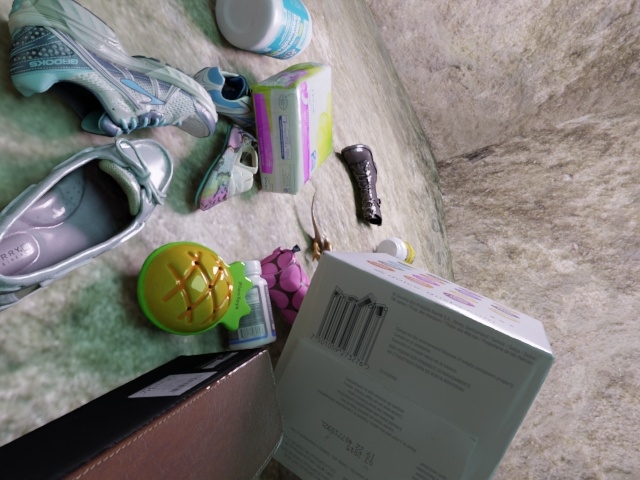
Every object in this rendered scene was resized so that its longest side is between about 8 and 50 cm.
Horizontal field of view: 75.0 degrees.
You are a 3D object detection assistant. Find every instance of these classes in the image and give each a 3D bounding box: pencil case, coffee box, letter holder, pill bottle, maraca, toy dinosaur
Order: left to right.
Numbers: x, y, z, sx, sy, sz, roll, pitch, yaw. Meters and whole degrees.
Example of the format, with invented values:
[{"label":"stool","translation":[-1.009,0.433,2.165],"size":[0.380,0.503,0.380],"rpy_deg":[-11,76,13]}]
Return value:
[{"label":"letter holder","translation":[-0.170,0.266,0.425],"size":[0.302,0.152,0.214],"rpy_deg":[-14,91,-65]},{"label":"maraca","translation":[-0.167,0.069,0.583],"size":[0.186,0.099,0.127],"rpy_deg":[20,72,-49]},{"label":"pill bottle","translation":[-0.122,0.106,0.692],"size":[0.078,0.078,0.137],"rpy_deg":[7,71,-63]},{"label":"pill bottle","translation":[-0.111,-0.505,0.968],"size":[0.264,0.147,0.146],"rpy_deg":[-35,108,-63]},{"label":"pencil case","translation":[-0.044,0.113,0.844],"size":[0.098,0.095,0.209],"rpy_deg":[-113,177,-63]},{"label":"toy dinosaur","translation":[0.000,0.000,1.043],"size":[0.112,0.064,0.211],"rpy_deg":[-102,171,-53]},{"label":"pill bottle","translation":[0.270,0.044,1.501],"size":[0.184,0.103,0.103],"rpy_deg":[14,64,-62]},{"label":"coffee box","translation":[0.149,0.234,0.727],"size":[0.334,0.338,0.337],"rpy_deg":[6,107,-64]}]

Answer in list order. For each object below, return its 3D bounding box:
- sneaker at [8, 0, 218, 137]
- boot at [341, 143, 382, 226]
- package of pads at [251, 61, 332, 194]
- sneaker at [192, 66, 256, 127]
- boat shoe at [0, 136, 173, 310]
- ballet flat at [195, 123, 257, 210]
[{"label":"sneaker","translation":[-0.264,-0.186,0.562],"size":[0.283,0.110,0.122],"rpy_deg":[19,72,-53]},{"label":"boot","translation":[0.156,-0.179,1.404],"size":[0.263,0.091,0.228],"rpy_deg":[33,47,-58]},{"label":"package of pads","translation":[-0.052,-0.265,0.935],"size":[0.296,0.101,0.228],"rpy_deg":[-62,155,-57]},{"label":"sneaker","translation":[-0.158,-0.281,0.824],"size":[0.237,0.086,0.085],"rpy_deg":[-17,90,-66]},{"label":"boat shoe","translation":[-0.256,-0.038,0.467],"size":[0.118,0.103,0.320],"rpy_deg":[65,27,-20]},{"label":"ballet flat","translation":[-0.154,-0.130,0.745],"size":[0.079,0.076,0.221],"rpy_deg":[18,45,-10]}]
